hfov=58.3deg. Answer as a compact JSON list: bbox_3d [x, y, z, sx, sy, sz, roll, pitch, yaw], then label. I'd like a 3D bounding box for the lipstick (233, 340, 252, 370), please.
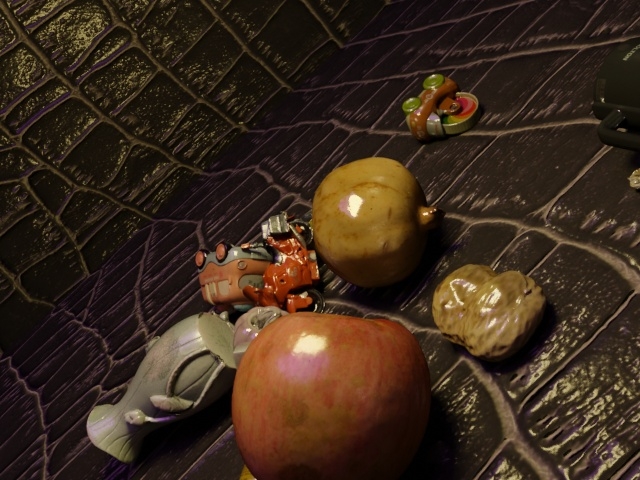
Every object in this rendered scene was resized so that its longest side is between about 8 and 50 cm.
[{"bbox_3d":[-0.042,0.256,1.353,0.318,0.066,0.068,-10,12,8],"label":"lipstick"}]

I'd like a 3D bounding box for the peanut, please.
[{"bbox_3d":[0.331,0.138,1.164,0.196,0.110,0.233,-52,30,-12],"label":"peanut"}]

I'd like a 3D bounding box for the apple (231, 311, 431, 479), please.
[{"bbox_3d":[0.021,0.302,1.049,0.364,0.364,0.363,-29,30,19],"label":"apple"}]

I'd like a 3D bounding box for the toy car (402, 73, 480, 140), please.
[{"bbox_3d":[0.406,-0.415,1.866,0.235,0.145,0.235,-16,48,19],"label":"toy car"}]

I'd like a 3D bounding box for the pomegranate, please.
[{"bbox_3d":[0.145,-0.040,1.449,0.343,0.342,0.342,-29,30,19],"label":"pomegranate"}]

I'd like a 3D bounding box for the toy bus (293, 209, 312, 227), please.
[{"bbox_3d":[-0.084,-0.006,1.903,0.226,0.074,0.081,-46,30,-12],"label":"toy bus"}]

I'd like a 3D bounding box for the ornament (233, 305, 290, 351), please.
[{"bbox_3d":[-0.141,0.250,1.485,0.178,0.177,0.177,-29,30,19],"label":"ornament"}]

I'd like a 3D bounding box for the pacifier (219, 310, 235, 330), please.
[{"bbox_3d":[-0.251,0.255,1.690,0.150,0.116,0.127,-46,3,-5],"label":"pacifier"}]

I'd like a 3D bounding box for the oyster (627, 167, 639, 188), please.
[{"bbox_3d":[0.719,-0.147,1.172,0.166,0.053,0.108,-31,3,31],"label":"oyster"}]

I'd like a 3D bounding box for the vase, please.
[{"bbox_3d":[-0.415,0.400,1.543,0.445,0.250,0.250,-41,28,10],"label":"vase"}]

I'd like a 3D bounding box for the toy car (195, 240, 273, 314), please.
[{"bbox_3d":[-0.270,0.124,1.817,0.271,0.181,0.212,-17,73,46],"label":"toy car"}]

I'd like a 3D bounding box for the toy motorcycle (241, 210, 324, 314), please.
[{"bbox_3d":[-0.116,0.080,1.631,0.222,0.147,0.325,-6,63,-9],"label":"toy motorcycle"}]

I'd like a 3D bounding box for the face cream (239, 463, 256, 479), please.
[{"bbox_3d":[-0.090,0.425,1.257,0.105,0.105,0.348,-20,35,33],"label":"face cream"}]

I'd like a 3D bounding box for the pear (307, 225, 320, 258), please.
[{"bbox_3d":[0.000,0.000,1.763,0.141,0.104,0.141,-21,9,3],"label":"pear"}]

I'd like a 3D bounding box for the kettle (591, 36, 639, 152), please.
[{"bbox_3d":[0.737,-0.303,1.193,0.262,0.203,0.308,-11,26,-17],"label":"kettle"}]
